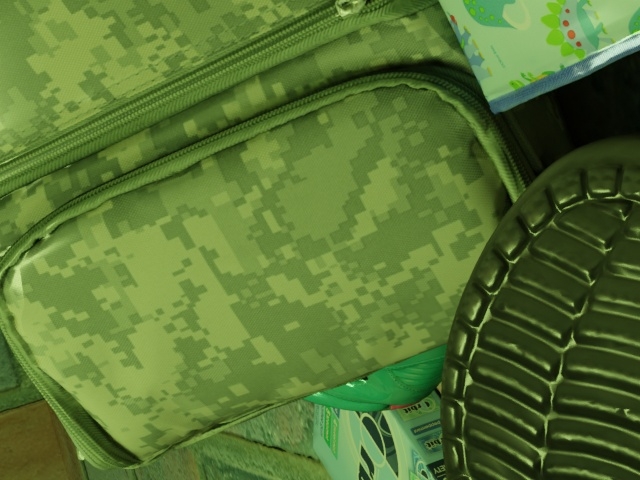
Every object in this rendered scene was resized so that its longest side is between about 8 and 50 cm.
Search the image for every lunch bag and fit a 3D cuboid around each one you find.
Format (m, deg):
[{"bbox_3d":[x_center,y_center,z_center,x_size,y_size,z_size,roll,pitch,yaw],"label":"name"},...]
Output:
[{"bbox_3d":[-0.028,-0.045,0.801,0.256,0.305,0.212,66,-165,-4],"label":"lunch bag"},{"bbox_3d":[0.107,-0.137,0.632,0.129,0.096,0.151,61,152,-4],"label":"lunch bag"}]

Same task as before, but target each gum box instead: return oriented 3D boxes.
[{"bbox_3d":[0.052,0.154,1.133,0.184,0.041,0.157,55,153,40],"label":"gum box"}]

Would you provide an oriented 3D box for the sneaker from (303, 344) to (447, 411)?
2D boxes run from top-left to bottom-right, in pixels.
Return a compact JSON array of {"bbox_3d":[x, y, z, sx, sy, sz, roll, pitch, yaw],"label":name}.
[{"bbox_3d":[0.000,0.000,1.045,0.295,0.124,0.178,55,144,38],"label":"sneaker"}]

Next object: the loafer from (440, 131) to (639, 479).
[{"bbox_3d":[0.136,0.125,0.719,0.134,0.130,0.366,23,117,41],"label":"loafer"}]
